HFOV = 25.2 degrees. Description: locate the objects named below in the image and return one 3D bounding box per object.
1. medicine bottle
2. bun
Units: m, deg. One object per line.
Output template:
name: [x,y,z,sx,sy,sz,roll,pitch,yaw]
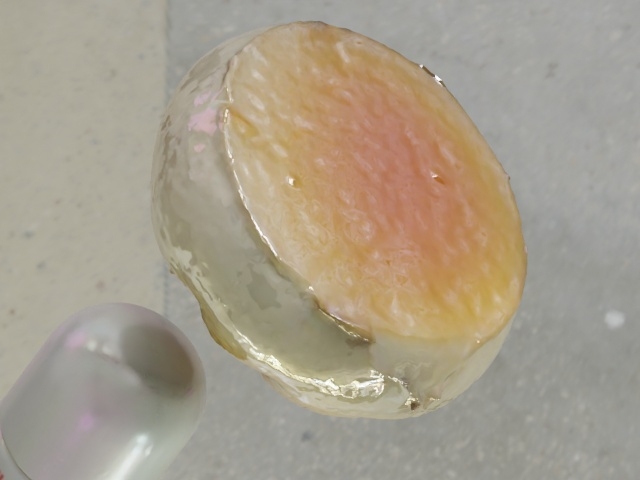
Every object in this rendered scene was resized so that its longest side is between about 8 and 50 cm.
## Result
medicine bottle: [-0.206,0.186,1.072,0.130,0.130,0.341,41,116,4]
bun: [0.000,0.000,1.018,0.299,0.299,0.165,50,132,1]
